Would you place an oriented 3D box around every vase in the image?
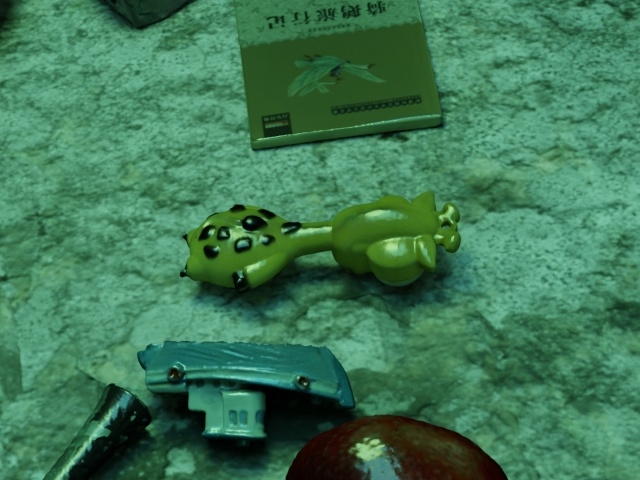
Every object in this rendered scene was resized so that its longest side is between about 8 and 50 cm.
[{"bbox_3d":[-0.231,0.214,1.827,0.059,0.059,0.167,24,56,24],"label":"vase"}]

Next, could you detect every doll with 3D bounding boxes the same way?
[{"bbox_3d":[0.000,0.001,1.972,0.291,0.086,0.117,-5,53,4],"label":"doll"}]

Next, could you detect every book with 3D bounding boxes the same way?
[{"bbox_3d":[0.013,-0.233,2.217,0.217,0.021,0.310,-7,49,-1],"label":"book"}]

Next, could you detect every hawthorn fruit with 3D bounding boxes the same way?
[{"bbox_3d":[0.093,0.264,1.657,0.266,0.210,0.230,1,52,0],"label":"hawthorn fruit"}]

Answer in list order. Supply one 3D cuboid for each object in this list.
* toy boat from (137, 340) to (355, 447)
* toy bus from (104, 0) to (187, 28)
[{"bbox_3d":[-0.073,0.151,1.864,0.215,0.088,0.102,0,83,5],"label":"toy boat"},{"bbox_3d":[-0.274,-0.386,2.328,0.138,0.112,0.317,-40,55,-14],"label":"toy bus"}]
